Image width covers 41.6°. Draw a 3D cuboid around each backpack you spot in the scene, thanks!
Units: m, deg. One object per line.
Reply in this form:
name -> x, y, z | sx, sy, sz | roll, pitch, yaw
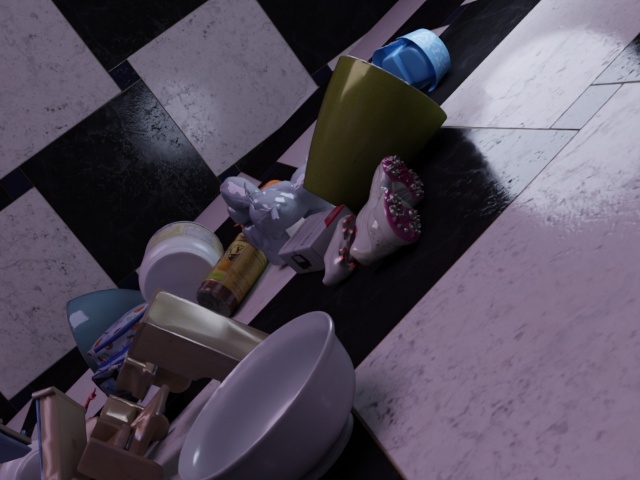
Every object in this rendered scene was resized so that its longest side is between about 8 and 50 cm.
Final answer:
backpack -> -0.408, 0.260, 2.044 | 0.263, 0.213, 0.276 | -21, 23, 35

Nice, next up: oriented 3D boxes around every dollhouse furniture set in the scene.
dollhouse furniture set -> -0.271, 0.328, 1.565 | 0.362, 0.256, 0.394 | -91, 26, -71
dollhouse furniture set -> -0.609, 0.463, 1.687 | 0.303, 0.286, 0.198 | -18, 58, 5

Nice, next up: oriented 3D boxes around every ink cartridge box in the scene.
ink cartridge box -> 0.000, 0.000, 1.841 | 0.127, 0.072, 0.175 | -52, 15, -21

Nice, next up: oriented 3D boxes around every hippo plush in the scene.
hippo plush -> -0.087, -0.114, 2.041 | 0.236, 0.234, 0.294 | -38, -22, -19

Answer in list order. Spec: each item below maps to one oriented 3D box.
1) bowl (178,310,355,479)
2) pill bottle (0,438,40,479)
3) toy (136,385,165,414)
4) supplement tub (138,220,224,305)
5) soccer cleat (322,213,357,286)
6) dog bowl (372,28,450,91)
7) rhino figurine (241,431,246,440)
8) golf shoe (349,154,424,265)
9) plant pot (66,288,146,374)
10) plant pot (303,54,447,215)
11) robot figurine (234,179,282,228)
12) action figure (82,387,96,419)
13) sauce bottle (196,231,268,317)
bowl -> -0.048, 0.251, 1.172 | 0.298, 0.134, 0.298 | -43, 14, 13
pill bottle -> -0.667, 0.559, 1.954 | 0.334, 0.188, 0.188 | -24, 26, 54
toy -> -0.393, 0.409, 1.859 | 0.237, 0.056, 0.137 | -51, 22, 1
supplement tub -> -0.379, 0.087, 2.336 | 0.235, 0.235, 0.325 | -45, 15, 4
soccer cleat -> 0.042, 0.016, 1.703 | 0.076, 0.068, 0.196 | -40, 18, 32
dog bowl -> 0.251, -0.486, 2.308 | 0.074, 0.166, 0.297 | -38, 12, -18
rhino figurine -> -0.138, 0.338, 1.312 | 0.106, 0.073, 0.243 | -37, 18, 17
golf shoe -> 0.119, -0.062, 1.612 | 0.140, 0.115, 0.306 | -42, 13, 27
plant pot -> -0.538, 0.247, 2.329 | 0.195, 0.290, 0.290 | -28, 15, -1
plant pot -> 0.089, -0.213, 1.871 | 0.293, 0.275, 0.275 | -60, 14, 2
robot figurine -> -0.146, -0.087, 2.385 | 0.219, 0.128, 0.158 | -33, 22, 39
action figure -> -0.607, 0.461, 2.238 | 0.139, 0.091, 0.280 | -58, 17, -12
sauce bottle -> -0.193, 0.047, 2.181 | 0.111, 0.111, 0.344 | -29, 22, 48
